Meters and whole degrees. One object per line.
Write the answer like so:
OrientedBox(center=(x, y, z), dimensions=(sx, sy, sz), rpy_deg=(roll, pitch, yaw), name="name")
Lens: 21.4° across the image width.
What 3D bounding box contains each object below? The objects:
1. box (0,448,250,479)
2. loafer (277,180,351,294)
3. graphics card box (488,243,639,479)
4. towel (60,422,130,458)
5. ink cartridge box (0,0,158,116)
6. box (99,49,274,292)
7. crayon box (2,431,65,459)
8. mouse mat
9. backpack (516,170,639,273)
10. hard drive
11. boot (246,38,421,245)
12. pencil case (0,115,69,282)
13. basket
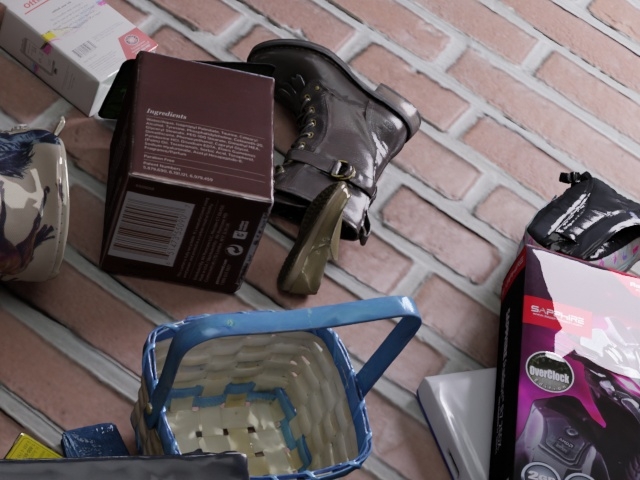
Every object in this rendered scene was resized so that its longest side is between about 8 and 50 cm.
OrientedBox(center=(-0.291, 0.426, 1.279), dimensions=(0.472, 0.297, 0.479), rpy_deg=(2, 66, -22), name="box")
OrientedBox(center=(0.000, 0.000, 1.985), dimensions=(0.050, 0.056, 0.148), rpy_deg=(30, 84, -19), name="loafer")
OrientedBox(center=(0.311, 0.188, 1.881), dimensions=(0.233, 0.094, 0.371), rpy_deg=(17, 48, -7), name="graphics card box")
OrientedBox(center=(-0.218, 0.241, 1.729), dimensions=(0.067, 0.029, 0.119), rpy_deg=(-10, 54, -29), name="towel")
OrientedBox(center=(-0.317, -0.256, 2.104), dimensions=(0.198, 0.067, 0.115), rpy_deg=(39, 48, 12), name="ink cartridge box")
OrientedBox(center=(-0.152, -0.078, 1.940), dimensions=(0.167, 0.168, 0.203), rpy_deg=(10, 48, -13), name="box")
OrientedBox(center=(-0.204, 0.349, 1.586), dimensions=(0.319, 0.081, 0.202), rpy_deg=(33, 46, -2), name="crayon box")
OrientedBox(center=(-0.163, -0.179, 2.040), dimensions=(0.190, 0.152, 0.007), rpy_deg=(-1, 67, -22), name="mouse mat")
OrientedBox(center=(0.322, 0.006, 2.087), dimensions=(0.152, 0.115, 0.182), rpy_deg=(27, 39, 28), name="backpack")
OrientedBox(center=(0.290, 0.230, 1.929), dimensions=(0.319, 0.040, 0.210), rpy_deg=(-5, 53, -25), name="hard drive")
OrientedBox(center=(-0.017, -0.124, 2.095), dimensions=(0.263, 0.091, 0.229), rpy_deg=(26, 54, 12), name="boot")
OrientedBox(center=(-0.474, -0.062, 1.804), dimensions=(0.410, 0.160, 0.183), rpy_deg=(7, 56, -16), name="pencil case")
OrientedBox(center=(-0.054, 0.153, 1.690), dimensions=(0.255, 0.289, 0.201), rpy_deg=(-4, 52, -25), name="basket")
